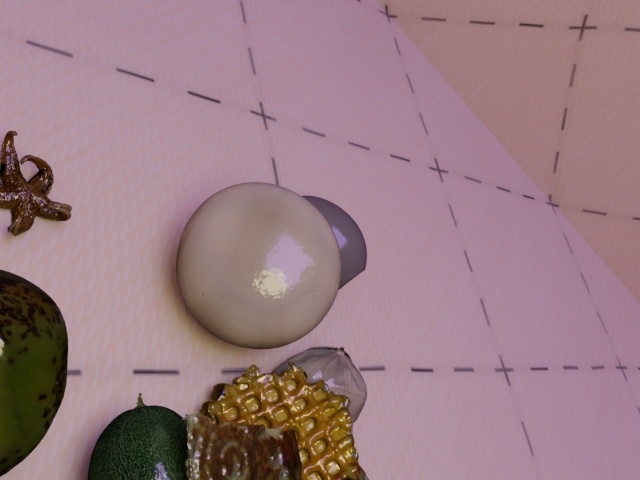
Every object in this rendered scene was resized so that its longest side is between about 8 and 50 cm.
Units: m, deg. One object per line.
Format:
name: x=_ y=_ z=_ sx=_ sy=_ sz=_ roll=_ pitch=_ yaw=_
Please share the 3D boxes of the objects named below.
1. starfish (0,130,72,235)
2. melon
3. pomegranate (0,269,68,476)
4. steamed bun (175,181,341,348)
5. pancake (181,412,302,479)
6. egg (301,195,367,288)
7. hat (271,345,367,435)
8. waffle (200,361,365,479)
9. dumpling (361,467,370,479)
starfish: x=-0.521 y=-0.097 z=1.051 sx=0.146 sy=0.074 sz=0.189 roll=-19 pitch=77 yaw=-49
melon: x=-0.248 y=0.369 z=0.903 sx=0.182 sy=0.182 sz=0.287 roll=4 pitch=61 yaw=-41
pomegranate: x=-0.506 y=0.169 z=0.778 sx=0.341 sy=0.285 sz=0.284 roll=2 pitch=59 yaw=-12
steamed bun: x=-0.113 y=0.042 z=1.167 sx=0.325 sy=0.206 sz=0.324 roll=5 pitch=67 yaw=-12
pancake: x=-0.127 y=0.440 z=0.849 sx=0.305 sy=0.067 sz=0.426 roll=45 pitch=38 yaw=-39
egg: x=0.000 y=0.000 z=1.388 sx=0.232 sy=0.176 sz=0.176 roll=50 pitch=41 yaw=-1
hat: x=0.018 y=0.341 z=1.205 sx=0.220 sy=0.164 sz=0.226 roll=23 pitch=28 yaw=-29
waffle: x=-0.084 y=0.363 z=1.081 sx=0.330 sy=0.062 sz=0.329 roll=6 pitch=58 yaw=-10
dumpling: x=0.026 y=0.497 z=1.125 sx=0.217 sy=0.105 sz=0.149 roll=24 pitch=50 yaw=-26
